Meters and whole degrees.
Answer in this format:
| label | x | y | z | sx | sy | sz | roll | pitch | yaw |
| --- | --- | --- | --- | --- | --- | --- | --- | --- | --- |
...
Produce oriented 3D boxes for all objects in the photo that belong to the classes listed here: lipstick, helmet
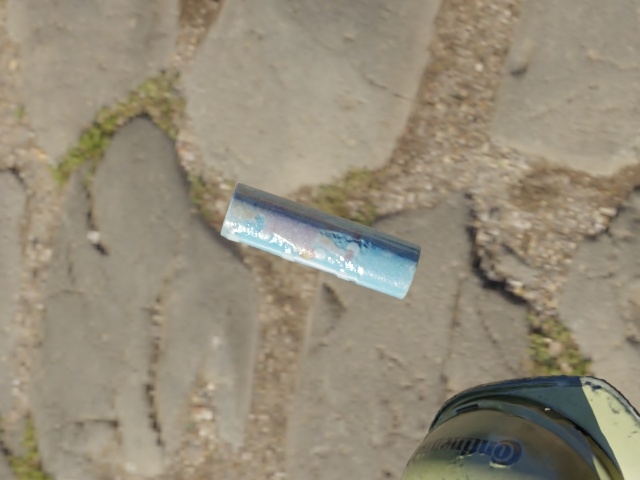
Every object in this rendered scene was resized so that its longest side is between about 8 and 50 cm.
| label | x | y | z | sx | sy | sz | roll | pitch | yaw |
| --- | --- | --- | --- | --- | --- | --- | --- | --- | --- |
| lipstick | 0.000 | 0.000 | 1.248 | 0.157 | 0.048 | 0.048 | 19 | 97 | -3 |
| helmet | 0.143 | 0.224 | 1.235 | 0.257 | 0.137 | 0.204 | -31 | 86 | 46 |
